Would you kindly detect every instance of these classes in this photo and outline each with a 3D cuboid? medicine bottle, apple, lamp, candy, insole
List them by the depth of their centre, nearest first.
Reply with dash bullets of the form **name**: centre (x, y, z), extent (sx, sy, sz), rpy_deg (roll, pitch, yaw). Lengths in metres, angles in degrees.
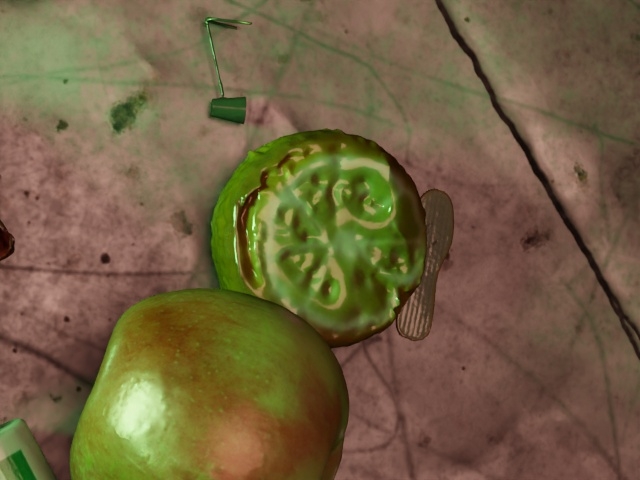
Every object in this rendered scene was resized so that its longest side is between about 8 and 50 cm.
- **apple**: centre (-0.120, 0.207, 1.696), extent (0.277, 0.319, 0.319), rpy_deg (17, 79, 7)
- **medicine bottle**: centre (-0.302, 0.324, 1.735), extent (0.095, 0.095, 0.260), rpy_deg (-28, 93, -18)
- **candy**: centre (0.000, 0.000, 1.851), extent (0.260, 0.118, 0.260), rpy_deg (1, 88, -18)
- **lamp**: centre (-0.112, -0.198, 1.875), extent (0.054, 0.041, 0.121), rpy_deg (3, 88, -9)
- **insole**: centre (0.126, 0.028, 1.948), extent (0.064, 0.004, 0.188), rpy_deg (13, 81, -16)

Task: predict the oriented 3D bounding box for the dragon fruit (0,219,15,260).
- **dragon fruit**: centre (-0.447, -0.009, 1.652), extent (0.250, 0.250, 0.315), rpy_deg (36, 57, -12)
